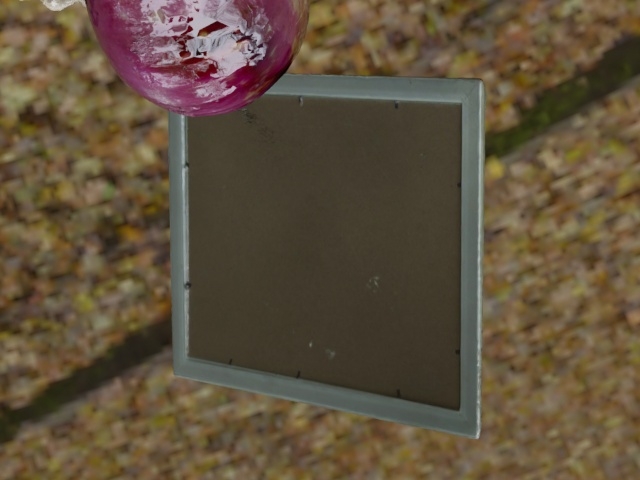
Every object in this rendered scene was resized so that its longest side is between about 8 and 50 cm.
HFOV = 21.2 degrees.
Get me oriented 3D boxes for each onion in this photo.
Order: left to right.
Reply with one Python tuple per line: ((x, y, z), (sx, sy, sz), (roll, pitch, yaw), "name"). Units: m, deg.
((-0.080, -0.165, 1.069), (0.153, 0.177, 0.177), (-17, 165, 42), "onion")

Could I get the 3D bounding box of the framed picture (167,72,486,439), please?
((0.000, 0.000, 1.174), (0.296, 0.232, 0.019), (8, -169, 43), "framed picture")
